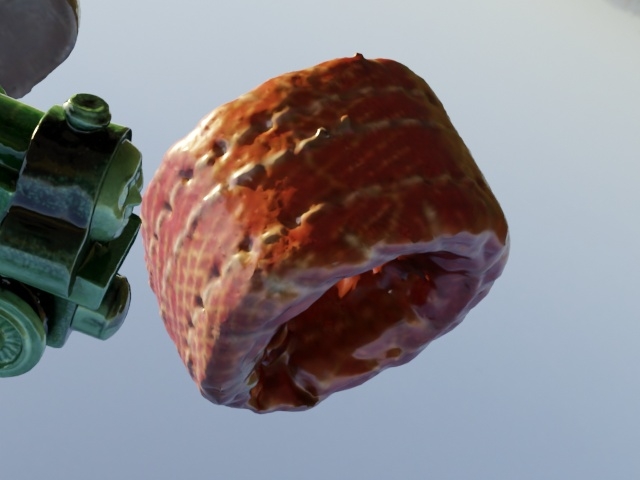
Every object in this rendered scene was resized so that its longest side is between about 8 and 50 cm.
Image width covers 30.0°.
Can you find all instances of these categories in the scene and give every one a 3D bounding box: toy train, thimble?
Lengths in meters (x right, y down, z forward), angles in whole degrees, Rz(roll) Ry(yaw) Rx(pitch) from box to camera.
[{"bbox_3d":[-0.142,-0.025,0.399,0.178,0.104,0.071,22,-149,-4],"label":"toy train"},{"bbox_3d":[0.000,0.000,1.179,0.350,0.350,0.230,10,-136,-50],"label":"thimble"}]

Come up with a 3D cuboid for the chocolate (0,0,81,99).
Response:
[{"bbox_3d":[-0.274,-0.207,0.799,0.261,0.161,0.083,50,-155,-28],"label":"chocolate"}]
